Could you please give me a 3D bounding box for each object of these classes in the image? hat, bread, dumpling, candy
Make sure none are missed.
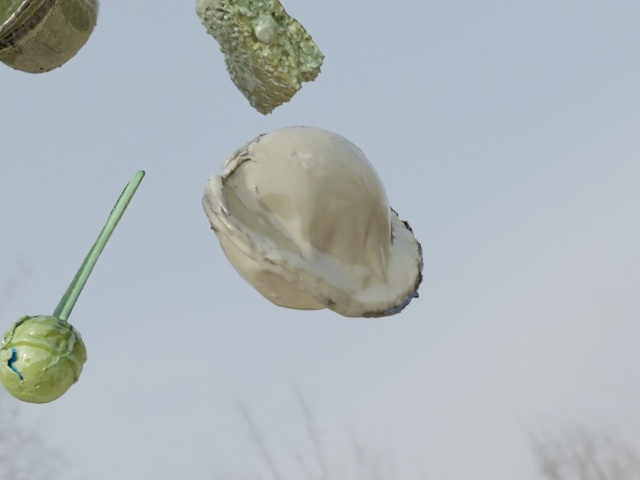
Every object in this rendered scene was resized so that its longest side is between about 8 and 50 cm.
[{"bbox_3d":[-0.328,-0.267,2.174,0.257,0.257,0.130,-35,-56,18],"label":"hat"},{"bbox_3d":[-0.065,-0.212,2.136,0.064,0.172,0.232,-47,-34,-19],"label":"bread"},{"bbox_3d":[0.000,0.000,1.482,0.142,0.172,0.247,-58,-20,23],"label":"dumpling"},{"bbox_3d":[-0.254,0.038,2.032,0.093,0.092,0.335,115,179,-51],"label":"candy"}]
